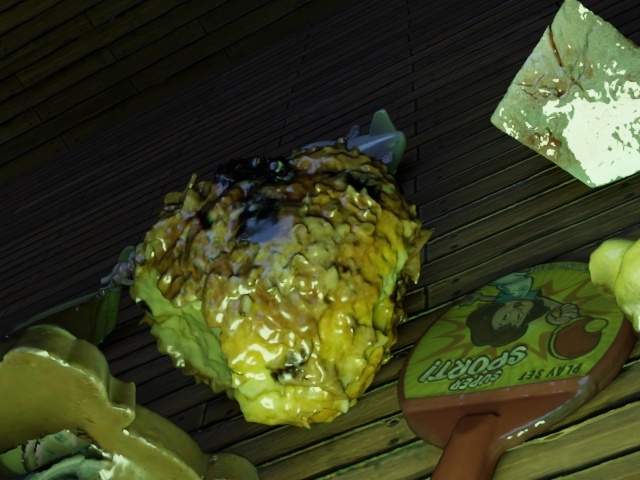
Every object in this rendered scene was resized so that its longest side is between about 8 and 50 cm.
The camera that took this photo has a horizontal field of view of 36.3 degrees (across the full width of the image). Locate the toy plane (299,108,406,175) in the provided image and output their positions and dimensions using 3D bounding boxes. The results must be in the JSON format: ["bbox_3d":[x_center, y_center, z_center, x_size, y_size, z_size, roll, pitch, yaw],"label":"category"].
[{"bbox_3d":[0.037,-0.132,1.700,0.252,0.118,0.252,-28,20,12],"label":"toy plane"}]

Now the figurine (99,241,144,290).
[{"bbox_3d":[-0.357,0.054,1.885,0.187,0.083,0.083,-33,19,31],"label":"figurine"}]

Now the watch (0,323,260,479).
[{"bbox_3d":[-0.244,0.301,0.837,0.314,0.335,0.326,-22,33,21],"label":"watch"}]

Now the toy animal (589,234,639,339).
[{"bbox_3d":[0.303,0.074,0.795,0.121,0.233,0.168,-10,22,30],"label":"toy animal"}]

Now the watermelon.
[{"bbox_3d":[0.365,-0.195,1.310,0.193,0.232,0.310,-60,34,18],"label":"watermelon"}]

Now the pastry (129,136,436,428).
[{"bbox_3d":[-0.043,0.036,1.211,0.337,0.292,0.405,-38,28,-20],"label":"pastry"}]

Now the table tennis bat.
[{"bbox_3d":[0.188,0.147,1.014,0.268,0.051,0.414,-14,25,35],"label":"table tennis bat"}]

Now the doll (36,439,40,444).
[{"bbox_3d":[-0.310,0.288,1.334,0.165,0.057,0.139,-22,20,-2],"label":"doll"}]

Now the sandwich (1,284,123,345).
[{"bbox_3d":[-0.443,0.155,1.729,0.258,0.096,0.094,-19,19,31],"label":"sandwich"}]
